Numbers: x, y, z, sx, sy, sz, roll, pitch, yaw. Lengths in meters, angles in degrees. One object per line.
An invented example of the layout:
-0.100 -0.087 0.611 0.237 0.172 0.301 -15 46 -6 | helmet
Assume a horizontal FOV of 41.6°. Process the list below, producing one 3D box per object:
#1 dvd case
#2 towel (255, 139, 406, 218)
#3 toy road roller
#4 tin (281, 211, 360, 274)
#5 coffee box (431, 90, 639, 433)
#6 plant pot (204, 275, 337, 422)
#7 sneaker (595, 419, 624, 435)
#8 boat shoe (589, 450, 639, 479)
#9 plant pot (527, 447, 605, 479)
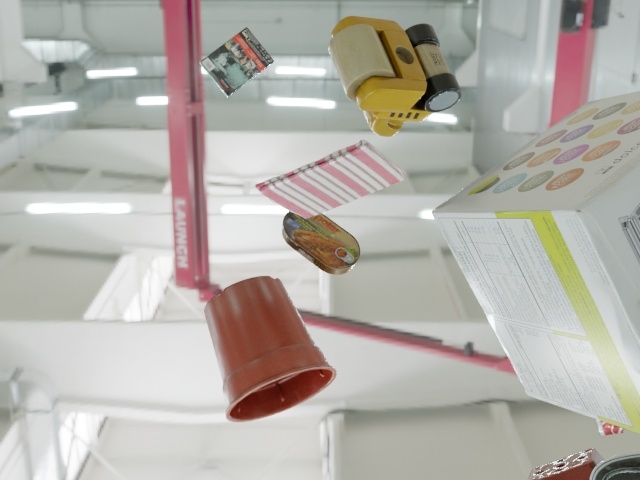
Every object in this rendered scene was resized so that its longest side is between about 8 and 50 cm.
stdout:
-0.161 -0.345 1.631 0.119 0.087 0.013 -41 -176 -15 | dvd case
0.017 -0.094 1.295 0.197 0.029 0.144 -21 156 22 | towel
0.143 -0.360 1.958 0.329 0.203 0.240 -1 152 -37 | toy road roller
0.000 0.000 1.849 0.189 0.040 0.106 37 -119 13 | tin
0.424 0.014 1.151 0.337 0.338 0.334 -34 -167 -18 | coffee box
-0.136 0.243 1.969 0.272 0.272 0.265 -10 -118 -29 | plant pot
0.663 0.397 1.932 0.067 0.118 0.042 -9 -152 26 | sneaker
0.545 0.381 1.234 0.306 0.113 0.105 9 173 32 | boat shoe
0.665 0.685 2.164 0.267 0.236 0.267 -25 170 17 | plant pot
